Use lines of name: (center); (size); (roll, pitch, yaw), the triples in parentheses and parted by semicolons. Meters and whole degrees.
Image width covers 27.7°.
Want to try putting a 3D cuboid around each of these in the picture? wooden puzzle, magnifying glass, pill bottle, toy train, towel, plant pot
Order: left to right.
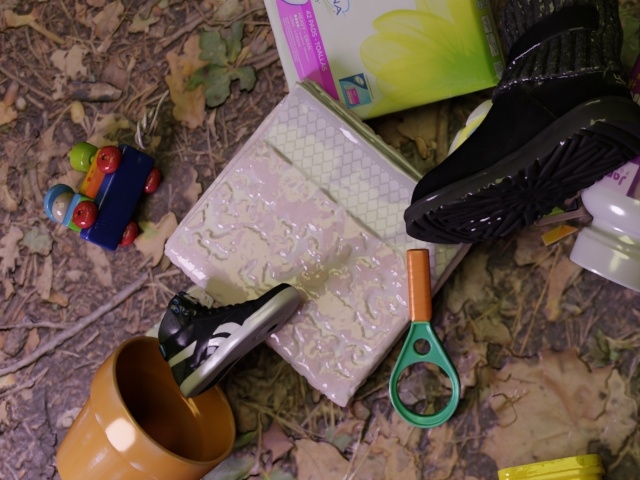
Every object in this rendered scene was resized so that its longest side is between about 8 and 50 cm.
toy train: (-0.315, -0.120, 1.937); (0.143, 0.105, 0.248); (19, 84, 41)
plant pot: (-0.251, 0.265, 1.754); (0.188, 0.205, 0.205); (-43, 62, 26)
towel: (0.000, 0.000, 1.720); (0.332, 0.053, 0.317); (40, 101, 13)
magnifying glass: (0.130, 0.126, 1.655); (0.092, 0.026, 0.231); (-2, 96, 12)
wooden puzzle: (0.307, -0.057, 1.679); (0.078, 0.014, 0.116); (-19, 69, 19)
pill bottle: (0.412, -0.090, 1.544); (0.169, 0.169, 0.302); (26, 97, 28)

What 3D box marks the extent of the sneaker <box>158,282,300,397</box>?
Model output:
sneaker: (-0.135, 0.098, 1.699); (0.217, 0.079, 0.121); (-43, 72, 20)

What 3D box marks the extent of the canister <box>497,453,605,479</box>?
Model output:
canister: (0.286, 0.350, 1.545); (0.126, 0.073, 0.170); (-14, 72, 21)

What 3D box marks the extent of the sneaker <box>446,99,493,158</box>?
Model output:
sneaker: (0.273, -0.145, 1.678); (0.126, 0.091, 0.240); (44, 101, 21)

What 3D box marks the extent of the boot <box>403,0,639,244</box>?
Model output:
boot: (0.233, -0.164, 1.575); (0.348, 0.131, 0.260); (-30, 54, 33)

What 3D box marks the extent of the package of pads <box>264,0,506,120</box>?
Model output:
package of pads: (0.084, -0.287, 1.748); (0.296, 0.101, 0.229); (-12, 99, 21)
